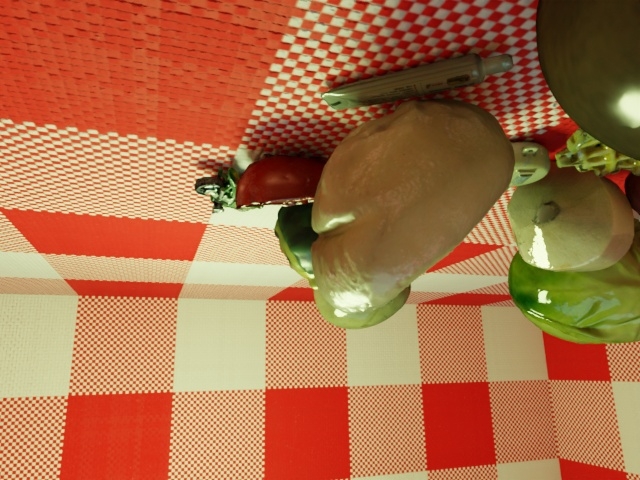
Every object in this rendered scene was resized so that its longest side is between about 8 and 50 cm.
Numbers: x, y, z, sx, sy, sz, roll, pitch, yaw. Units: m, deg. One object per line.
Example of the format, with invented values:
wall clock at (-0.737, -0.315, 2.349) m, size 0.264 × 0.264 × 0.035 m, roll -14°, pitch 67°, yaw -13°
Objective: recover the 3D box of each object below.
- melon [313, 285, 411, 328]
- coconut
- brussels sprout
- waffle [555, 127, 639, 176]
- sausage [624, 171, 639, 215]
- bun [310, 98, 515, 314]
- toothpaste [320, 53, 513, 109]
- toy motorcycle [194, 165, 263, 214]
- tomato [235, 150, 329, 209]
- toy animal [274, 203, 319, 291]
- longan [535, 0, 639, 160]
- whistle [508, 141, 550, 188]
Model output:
melon at (0.141, 0.145, 1.594) m, size 0.330 × 0.269 × 0.268 m, roll -27°, pitch 160°, yaw 10°
coconut at (0.492, -0.043, 0.980) m, size 0.241 × 0.241 × 0.241 m, roll -1°, pitch 165°, yaw 0°
brussels sprout at (0.719, 0.117, 1.365) m, size 0.360 × 0.343 × 0.425 m, roll -1°, pitch 165°, yaw -5°
waffle at (0.543, -0.182, 0.746) m, size 0.297 × 0.073 × 0.317 m, roll 2°, pitch 163°, yaw -10°
sausage at (0.715, -0.092, 0.972) m, size 0.254 × 0.148 × 0.148 m, roll 7°, pitch 164°, yaw -19°
bun at (0.108, -0.065, 0.728) m, size 0.365 × 0.219 × 0.365 m, roll -43°, pitch 175°, yaw -5°
toothpaste at (0.124, -0.213, 0.662) m, size 0.255 × 0.037 × 0.067 m, roll -5°, pitch 171°, yaw 28°
toy motorcycle at (-0.175, -0.098, 1.019) m, size 0.106 × 0.074 × 0.190 m, roll -14°, pitch 163°, yaw 20°
tomato at (-0.057, -0.112, 0.921) m, size 0.227 × 0.101 × 0.228 m, roll -5°, pitch 179°, yaw 0°
toy animal at (0.002, -0.002, 1.183) m, size 0.191 × 0.216 × 0.338 m, roll -29°, pitch 161°, yaw -2°
longan at (0.312, -0.187, 0.396) m, size 0.300 × 0.243 × 0.300 m, roll 34°, pitch 165°, yaw 11°
whistle at (0.360, -0.126, 0.961) m, size 0.125 × 0.067 × 0.258 m, roll 1°, pitch 168°, yaw -2°
